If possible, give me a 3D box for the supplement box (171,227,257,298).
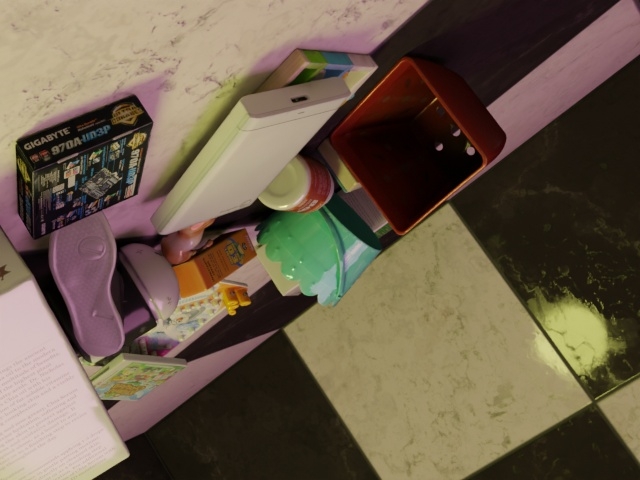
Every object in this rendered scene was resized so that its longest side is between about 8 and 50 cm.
[{"bbox_3d":[-0.233,0.046,1.860,0.080,0.078,0.233,-19,-170,27],"label":"supplement box"}]

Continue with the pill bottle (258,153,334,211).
[{"bbox_3d":[-0.046,-0.117,1.738,0.121,0.121,0.216,-37,168,14],"label":"pill bottle"}]

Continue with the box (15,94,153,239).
[{"bbox_3d":[-0.332,-0.097,1.182,0.175,0.051,0.220,-28,167,-26],"label":"box"}]

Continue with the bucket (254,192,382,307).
[{"bbox_3d":[0.000,0.000,2.017,0.183,0.281,0.281,-46,167,13],"label":"bucket"}]

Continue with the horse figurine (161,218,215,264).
[{"bbox_3d":[-0.258,-0.020,1.696,0.174,0.066,0.263,-33,169,-48],"label":"horse figurine"}]

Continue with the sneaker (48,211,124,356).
[{"bbox_3d":[-0.387,0.036,1.401,0.105,0.147,0.295,-10,122,-12],"label":"sneaker"}]

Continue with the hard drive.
[{"bbox_3d":[-0.125,-0.141,1.448,0.233,0.047,0.353,-23,166,-43],"label":"hard drive"}]

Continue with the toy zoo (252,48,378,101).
[{"bbox_3d":[-0.017,-0.254,1.474,0.192,0.030,0.293,-40,167,29],"label":"toy zoo"}]

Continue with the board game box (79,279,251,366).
[{"bbox_3d":[-0.410,0.200,1.924,0.390,0.050,0.390,-38,151,24],"label":"board game box"}]

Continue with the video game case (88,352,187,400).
[{"bbox_3d":[-0.460,0.334,2.042,0.193,0.023,0.212,-35,152,24],"label":"video game case"}]

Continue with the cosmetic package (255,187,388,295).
[{"bbox_3d":[0.021,-0.009,2.322,0.366,0.155,0.197,-37,171,8],"label":"cosmetic package"}]

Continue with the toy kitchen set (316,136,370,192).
[{"bbox_3d":[0.065,-0.153,1.907,0.207,0.122,0.166,-22,164,-46],"label":"toy kitchen set"}]

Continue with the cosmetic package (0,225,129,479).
[{"bbox_3d":[-0.481,0.216,1.274,0.230,0.161,0.453,-30,137,-19],"label":"cosmetic package"}]

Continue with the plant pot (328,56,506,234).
[{"bbox_3d":[0.231,-0.213,1.773,0.267,0.267,0.236,-42,169,38],"label":"plant pot"}]

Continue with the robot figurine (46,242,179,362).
[{"bbox_3d":[-0.405,0.119,1.600,0.278,0.173,0.209,-31,-177,-14],"label":"robot figurine"}]
